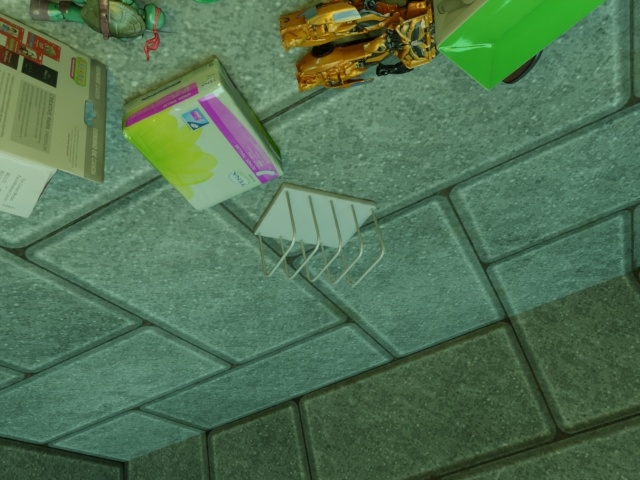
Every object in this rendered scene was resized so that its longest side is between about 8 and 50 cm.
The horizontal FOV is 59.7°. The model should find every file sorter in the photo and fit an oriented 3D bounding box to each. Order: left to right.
[{"bbox_3d":[0.000,0.000,1.449,0.278,0.173,0.193,9,140,-29],"label":"file sorter"}]

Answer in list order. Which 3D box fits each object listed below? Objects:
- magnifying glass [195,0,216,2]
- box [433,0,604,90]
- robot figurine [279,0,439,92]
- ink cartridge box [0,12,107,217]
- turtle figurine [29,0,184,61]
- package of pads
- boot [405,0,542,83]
[{"bbox_3d":[-0.147,-0.440,0.852,0.092,0.026,0.231,27,152,-37],"label":"magnifying glass"},{"bbox_3d":[0.305,-0.399,0.825,0.127,0.231,0.262,28,138,-26],"label":"box"},{"bbox_3d":[0.084,-0.365,1.019,0.291,0.085,0.211,-8,146,12],"label":"robot figurine"},{"bbox_3d":[-0.494,-0.204,0.880,0.272,0.309,0.130,20,133,-38],"label":"ink cartridge box"},{"bbox_3d":[-0.332,-0.375,0.877,0.234,0.118,0.175,5,141,-16],"label":"turtle figurine"},{"bbox_3d":[-0.238,-0.200,1.154,0.229,0.101,0.296,-22,143,11],"label":"package of pads"},{"bbox_3d":[0.295,-0.414,1.048,0.281,0.096,0.264,-1,150,-11],"label":"boot"}]
